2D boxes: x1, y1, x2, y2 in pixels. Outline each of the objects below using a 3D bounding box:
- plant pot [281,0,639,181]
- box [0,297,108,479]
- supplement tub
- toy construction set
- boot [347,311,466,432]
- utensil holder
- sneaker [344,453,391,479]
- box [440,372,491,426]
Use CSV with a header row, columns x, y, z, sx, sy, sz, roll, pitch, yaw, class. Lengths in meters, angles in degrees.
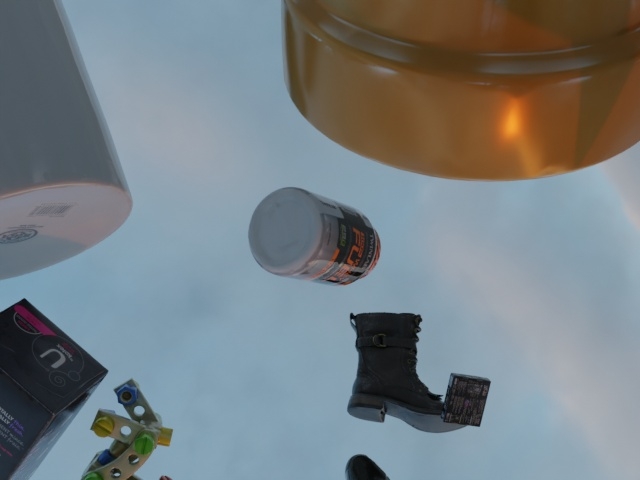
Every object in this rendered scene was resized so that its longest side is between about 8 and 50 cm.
x,y,z,sx,sy,sz,roll,pitch,yaw,class
0.080,-0.163,0.383,0.205,0.187,0.205,-1,-137,1,plant pot
-0.449,0.243,1.128,0.165,0.270,0.143,41,-157,2,box
0.000,0.000,1.093,0.190,0.117,0.116,14,-125,-58,supplement tub
-0.235,0.389,1.271,0.328,0.215,0.151,34,180,6,toy construction set
0.174,0.242,1.583,0.263,0.091,0.228,10,-124,3,boot
-0.465,-0.171,1.113,0.328,0.328,0.385,-7,-110,-49,utensil holder
0.130,0.467,1.440,0.086,0.132,0.228,-16,-116,-28,sneaker
0.242,0.266,1.362,0.067,0.083,0.018,9,-170,-10,box
